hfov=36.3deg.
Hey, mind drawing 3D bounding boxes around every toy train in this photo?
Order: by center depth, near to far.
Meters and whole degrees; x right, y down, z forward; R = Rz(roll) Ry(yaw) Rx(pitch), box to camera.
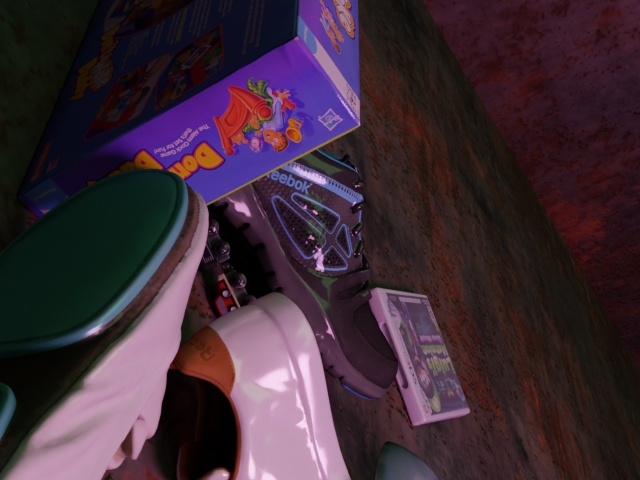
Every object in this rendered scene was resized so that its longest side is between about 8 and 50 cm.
[{"bbox_3d":[-0.075,0.053,0.846,0.158,0.036,0.027,63,-7,3],"label":"toy train"}]

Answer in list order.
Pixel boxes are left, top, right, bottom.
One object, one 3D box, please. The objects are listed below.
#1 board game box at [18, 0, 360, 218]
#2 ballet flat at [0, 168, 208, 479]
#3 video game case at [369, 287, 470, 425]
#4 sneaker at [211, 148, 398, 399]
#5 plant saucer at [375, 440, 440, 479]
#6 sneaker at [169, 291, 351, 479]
[{"bbox_3d":[-0.088,-0.161,0.779,0.078,0.233,0.347,51,25,-32],"label":"board game box"},{"bbox_3d":[-0.153,0.102,0.511,0.139,0.139,0.400,57,26,-21],"label":"ballet flat"},{"bbox_3d":[0.129,0.147,1.255,0.190,0.022,0.173,14,54,-65],"label":"video game case"},{"bbox_3d":[0.000,0.000,0.901,0.341,0.140,0.125,59,-7,-21],"label":"sneaker"},{"bbox_3d":[0.086,0.320,0.776,0.317,0.044,0.317,-6,90,-79],"label":"plant saucer"},{"bbox_3d":[-0.042,0.192,0.729,0.123,0.106,0.290,-23,102,-28],"label":"sneaker"}]
